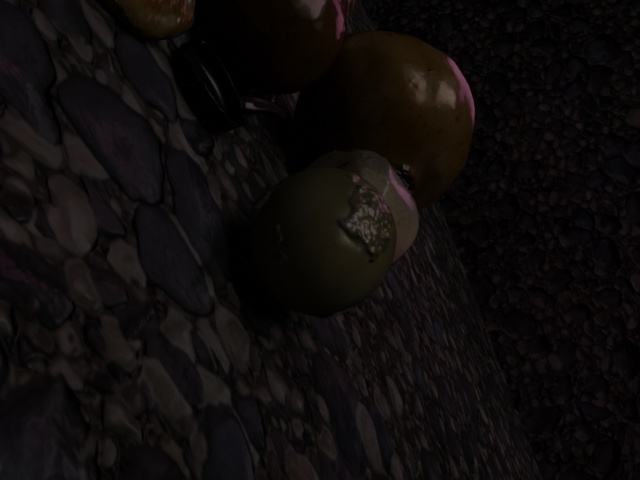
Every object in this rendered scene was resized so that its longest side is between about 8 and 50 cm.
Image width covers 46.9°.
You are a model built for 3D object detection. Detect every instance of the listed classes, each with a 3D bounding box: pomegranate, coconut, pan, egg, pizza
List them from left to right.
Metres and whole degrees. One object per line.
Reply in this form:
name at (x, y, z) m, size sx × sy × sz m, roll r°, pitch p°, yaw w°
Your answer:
pizza at (-0.175, -0.337, 0.730) m, size 0.181 × 0.034 × 0.262 m, roll 3°, pitch 94°, yaw -65°
pan at (-0.108, -0.175, 0.900) m, size 0.212 × 0.040 × 0.115 m, roll 11°, pitch 56°, yaw -64°
egg at (0.003, 0.002, 0.793) m, size 0.164 × 0.164 × 0.201 m, roll 65°, pitch 16°, yaw -6°
coconut at (0.051, -0.028, 0.989) m, size 0.183 × 0.170 × 0.171 m, roll 48°, pitch 23°, yaw -43°
pomegranate at (0.092, -0.185, 1.164) m, size 0.307 × 0.307 × 0.307 m, roll 58°, pitch 17°, yaw -29°

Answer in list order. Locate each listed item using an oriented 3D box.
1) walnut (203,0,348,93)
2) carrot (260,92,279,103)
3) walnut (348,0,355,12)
walnut at (-0.058, -0.326, 1.011) m, size 0.203 × 0.203 × 0.298 m, roll 54°, pitch 21°, yaw -39°
carrot at (-0.068, -0.246, 1.148) m, size 0.047 × 0.047 × 0.191 m, roll 60°, pitch 17°, yaw -24°
walnut at (-0.027, -0.510, 1.430) m, size 0.213 × 0.213 × 0.213 m, roll 58°, pitch 17°, yaw -29°
